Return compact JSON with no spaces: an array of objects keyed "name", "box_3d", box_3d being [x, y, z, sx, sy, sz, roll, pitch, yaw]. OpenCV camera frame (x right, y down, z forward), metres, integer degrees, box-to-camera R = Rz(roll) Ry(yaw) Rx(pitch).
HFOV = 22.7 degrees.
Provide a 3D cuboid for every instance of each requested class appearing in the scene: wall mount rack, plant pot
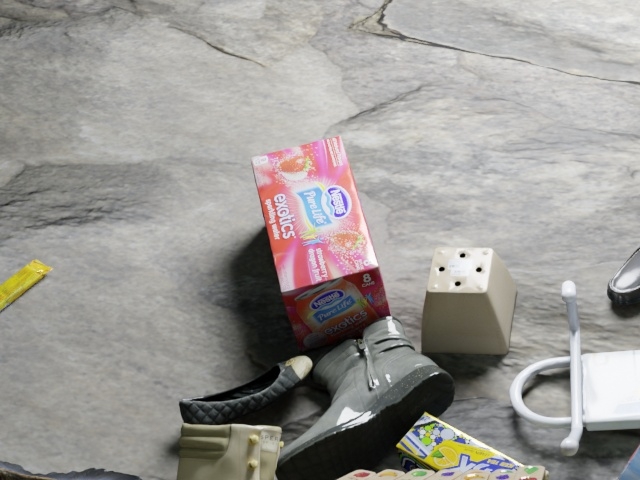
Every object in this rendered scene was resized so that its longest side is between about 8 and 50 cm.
[{"name":"wall mount rack","box_3d":[0.378,0.160,1.772,0.350,0.130,0.304,-5,38,11]},{"name":"plant pot","box_3d":[0.177,0.067,1.956,0.109,0.096,0.109,1,49,16]}]

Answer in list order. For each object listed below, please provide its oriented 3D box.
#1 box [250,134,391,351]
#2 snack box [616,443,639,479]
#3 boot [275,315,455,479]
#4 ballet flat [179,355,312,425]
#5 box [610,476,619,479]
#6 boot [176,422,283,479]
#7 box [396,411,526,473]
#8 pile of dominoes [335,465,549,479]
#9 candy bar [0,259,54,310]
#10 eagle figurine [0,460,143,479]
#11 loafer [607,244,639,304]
[{"name":"box","box_3d":[0.000,0.000,2.049,0.128,0.123,0.257,-14,45,1]},{"name":"snack box","box_3d":[0.408,0.291,1.602,0.174,0.207,0.070,32,87,37]},{"name":"boot","box_3d":[0.029,0.197,1.905,0.246,0.083,0.161,-31,35,-14]},{"name":"ballet flat","box_3d":[-0.089,0.182,1.937,0.173,0.049,0.057,-27,15,-2]},{"name":"box","box_3d":[0.307,0.354,1.610,0.087,0.058,0.232,-18,45,-2]},{"name":"boot","box_3d":[-0.057,0.306,1.751,0.261,0.095,0.204,5,75,27]},{"name":"box","box_3d":[0.171,0.263,1.802,0.169,0.054,0.059,25,58,34]},{"name":"pile of dominoes","box_3d":[0.111,0.261,1.680,0.251,0.040,0.196,-2,11,14]},{"name":"candy bar","box_3d":[-0.434,0.080,2.166,0.040,0.018,0.161,28,60,39]},{"name":"eagle figurine","box_3d":[-0.388,0.293,1.854,0.298,0.225,0.226,35,98,10]},{"name":"loafer","box_3d":[0.416,0.014,1.965,0.170,0.061,0.062,-39,51,-20]}]
